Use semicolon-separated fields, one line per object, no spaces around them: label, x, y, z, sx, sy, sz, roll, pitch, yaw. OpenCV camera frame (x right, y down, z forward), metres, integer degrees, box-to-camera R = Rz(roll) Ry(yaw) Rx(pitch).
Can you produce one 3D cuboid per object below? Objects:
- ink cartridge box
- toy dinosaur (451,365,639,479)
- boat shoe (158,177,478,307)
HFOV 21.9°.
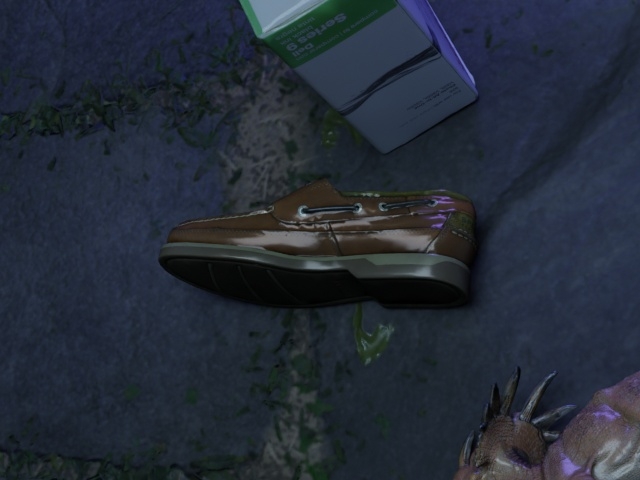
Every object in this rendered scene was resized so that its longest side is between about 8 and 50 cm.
ink cartridge box;0.015;-0.234;1.557;0.121;0.289;0.211;-32;61;12
toy dinosaur;0.246;0.169;1.402;0.296;0.127;0.200;-23;36;-1
boat shoe;0.000;0.000;1.582;0.307;0.111;0.104;4;68;14
